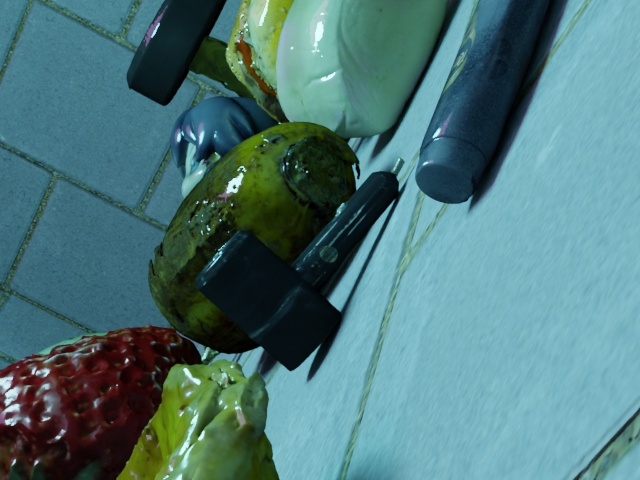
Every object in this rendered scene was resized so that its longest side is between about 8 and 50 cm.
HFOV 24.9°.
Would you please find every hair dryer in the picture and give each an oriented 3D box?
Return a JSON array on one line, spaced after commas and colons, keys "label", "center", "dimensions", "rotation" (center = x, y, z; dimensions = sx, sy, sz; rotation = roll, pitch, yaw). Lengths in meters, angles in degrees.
[{"label": "hair dryer", "center": [0.000, 0.000, 1.318], "dimensions": [0.219, 0.124, 0.071], "rotation": [-47, 5, -12]}]

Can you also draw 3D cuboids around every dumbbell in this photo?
[{"label": "dumbbell", "center": [-0.100, -0.239, 2.124], "dimensions": [0.204, 0.322, 0.204], "rotation": [-61, 6, 11]}]

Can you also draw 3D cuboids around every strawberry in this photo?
[{"label": "strawberry", "center": [-0.257, 0.237, 1.599], "dimensions": [0.292, 0.292, 0.310], "rotation": [-60, 13, 18]}]

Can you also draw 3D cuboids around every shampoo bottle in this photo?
[{"label": "shampoo bottle", "center": [0.122, -0.126, 1.050], "dimensions": [0.233, 0.049, 0.087], "rotation": [-66, 5, -33]}]

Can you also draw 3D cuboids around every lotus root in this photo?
[{"label": "lotus root", "center": [-0.073, 0.006, 1.575], "dimensions": [0.196, 0.179, 0.397], "rotation": [-46, 0, -35]}]

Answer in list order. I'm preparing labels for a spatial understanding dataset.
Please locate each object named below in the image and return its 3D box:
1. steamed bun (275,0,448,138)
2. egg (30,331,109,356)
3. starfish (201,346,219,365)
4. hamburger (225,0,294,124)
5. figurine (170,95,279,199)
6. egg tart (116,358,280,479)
[{"label": "steamed bun", "center": [0.030, -0.238, 1.648], "dimensions": [0.170, 0.152, 0.238], "rotation": [-1, 60, 55]}, {"label": "egg", "center": [-0.331, 0.296, 1.905], "dimensions": [0.379, 0.287, 0.287], "rotation": [-49, 5, -4]}, {"label": "starfish", "center": [-0.107, 0.103, 1.971], "dimensions": [0.208, 0.053, 0.176], "rotation": [-60, 15, 12]}, {"label": "hamburger", "center": [0.006, -0.252, 1.826], "dimensions": [0.163, 0.244, 0.244], "rotation": [-17, 43, 57]}, {"label": "figurine", "center": [-0.107, -0.057, 1.859], "dimensions": [0.175, 0.197, 0.265], "rotation": [-24, 74, 48]}, {"label": "egg tart", "center": [-0.096, 0.235, 0.902], "dimensions": [0.341, 0.132, 0.341], "rotation": [-63, 5, 11]}]
